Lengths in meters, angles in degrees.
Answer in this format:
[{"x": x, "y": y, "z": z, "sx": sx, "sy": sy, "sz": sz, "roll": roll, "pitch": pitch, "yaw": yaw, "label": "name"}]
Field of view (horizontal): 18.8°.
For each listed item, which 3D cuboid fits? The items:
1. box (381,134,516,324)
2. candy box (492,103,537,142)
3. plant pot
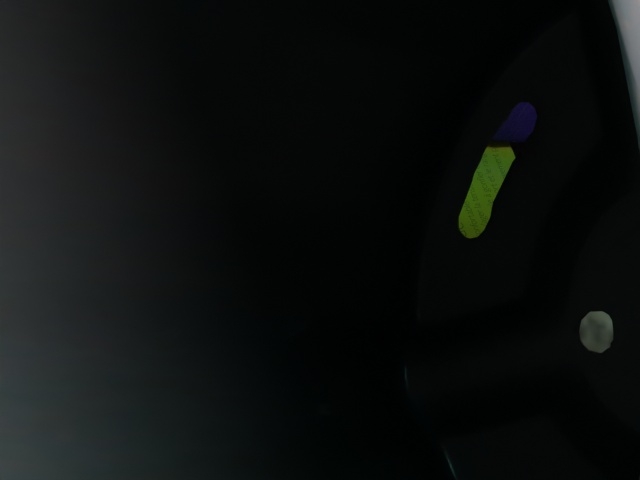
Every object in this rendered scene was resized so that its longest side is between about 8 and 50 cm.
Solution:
[{"x": 0.000, "y": 0.000, "z": 0.779, "sx": 0.178, "sy": 0.042, "sz": 0.109, "roll": -5, "pitch": 50, "yaw": -16, "label": "box"}, {"x": 0.212, "y": -0.156, "z": 0.780, "sx": 0.317, "sy": 0.268, "sz": 0.122, "roll": 2, "pitch": 51, "yaw": -21, "label": "candy box"}, {"x": 0.029, "y": 0.019, "z": 0.534, "sx": 0.334, "sy": 0.341, "sz": 0.341, "roll": 4, "pitch": 38, "yaw": -52, "label": "plant pot"}]
